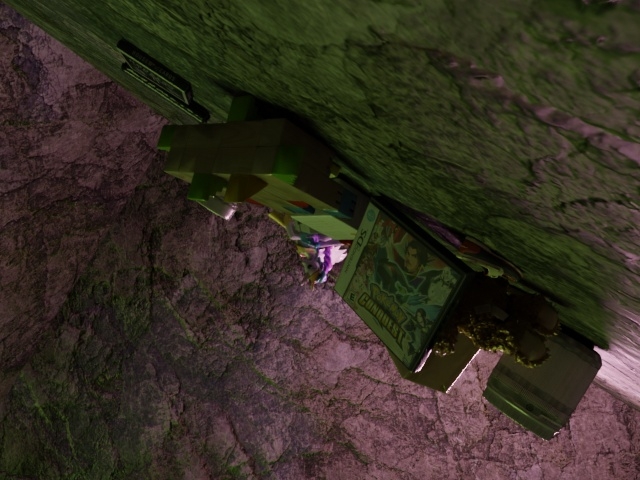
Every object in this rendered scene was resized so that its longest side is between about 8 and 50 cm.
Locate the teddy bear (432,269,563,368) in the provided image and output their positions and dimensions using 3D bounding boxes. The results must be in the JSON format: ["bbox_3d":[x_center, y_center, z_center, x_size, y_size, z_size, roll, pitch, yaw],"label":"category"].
[{"bbox_3d":[0.321,0.150,1.045,0.337,0.245,0.113,7,141,17],"label":"teddy bear"}]

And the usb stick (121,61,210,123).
[{"bbox_3d":[-0.451,-0.434,1.469,0.277,0.045,0.077,32,180,-26],"label":"usb stick"}]

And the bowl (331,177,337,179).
[{"bbox_3d":[0.003,-0.144,1.272,0.142,0.053,0.142,30,179,43],"label":"bowl"}]

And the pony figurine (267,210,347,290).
[{"bbox_3d":[0.000,0.000,2.054,0.303,0.350,0.364,-43,69,53],"label":"pony figurine"}]

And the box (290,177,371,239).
[{"bbox_3d":[0.039,-0.068,1.173,0.130,0.091,0.170,1,163,41],"label":"box"}]

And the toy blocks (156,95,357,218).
[{"bbox_3d":[-0.102,-0.128,0.967,0.381,0.191,0.260,8,170,38],"label":"toy blocks"}]

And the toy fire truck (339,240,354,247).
[{"bbox_3d":[0.116,-0.036,1.731,0.246,0.159,0.217,21,177,18],"label":"toy fire truck"}]

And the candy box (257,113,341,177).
[{"bbox_3d":[-0.056,-0.195,1.051,0.205,0.027,0.105,32,178,-11],"label":"candy box"}]

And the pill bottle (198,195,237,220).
[{"bbox_3d":[-0.210,-0.172,1.242,0.131,0.229,0.131,32,180,0],"label":"pill bottle"}]

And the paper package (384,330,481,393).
[{"bbox_3d":[0.336,0.244,1.542,0.168,0.310,0.325,25,-164,-22],"label":"paper package"}]

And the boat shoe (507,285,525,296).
[{"bbox_3d":[0.444,0.166,1.279,0.110,0.105,0.307,31,-179,6],"label":"boat shoe"}]

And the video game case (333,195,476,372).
[{"bbox_3d":[0.153,0.084,1.021,0.035,0.249,0.275,-4,-143,-39],"label":"video game case"}]

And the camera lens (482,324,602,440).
[{"bbox_3d":[0.597,0.363,1.353,0.219,0.274,0.219,32,180,0],"label":"camera lens"}]

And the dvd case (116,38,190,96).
[{"bbox_3d":[-0.409,-0.418,1.264,0.179,0.030,0.238,32,-179,-15],"label":"dvd case"}]

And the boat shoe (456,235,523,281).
[{"bbox_3d":[0.306,0.043,0.905,0.137,0.043,0.049,31,178,-16],"label":"boat shoe"}]

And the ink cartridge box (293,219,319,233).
[{"bbox_3d":[0.016,-0.071,1.409,0.152,0.087,0.208,-5,-174,-13],"label":"ink cartridge box"}]
